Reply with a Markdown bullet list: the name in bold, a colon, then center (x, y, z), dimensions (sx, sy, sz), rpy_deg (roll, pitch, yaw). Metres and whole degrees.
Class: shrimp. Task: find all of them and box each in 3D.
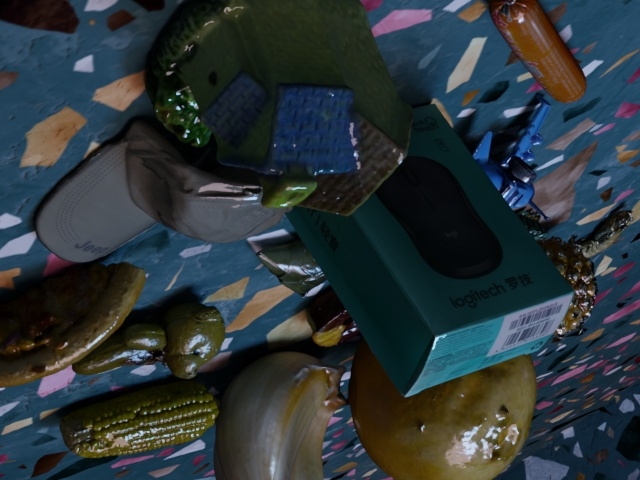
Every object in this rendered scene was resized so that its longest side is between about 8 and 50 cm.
- **shrimp**: center (0.471, -0.004, 2.327), dimensions (0.124, 0.034, 0.178), rpy_deg (-12, 160, -21)

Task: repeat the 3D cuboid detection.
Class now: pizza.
- **pizza**: center (-0.310, 0.095, 1.496), dimensions (0.246, 0.127, 0.058), rpy_deg (-19, 137, -2)

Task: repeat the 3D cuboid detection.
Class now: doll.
- **doll**: center (-0.221, 0.148, 1.746), dimensions (0.209, 0.097, 0.137), rpy_deg (-18, 164, -11)

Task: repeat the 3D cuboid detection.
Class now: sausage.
- **sausage**: center (0.251, -0.218, 1.515), dimensions (0.053, 0.053, 0.348), rpy_deg (-33, 159, 13)

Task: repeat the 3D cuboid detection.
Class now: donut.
- **donut**: center (0.042, 0.107, 2.015), dimensions (0.140, 0.059, 0.140), rpy_deg (-23, 159, -9)

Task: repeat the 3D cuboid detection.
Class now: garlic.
- **garlic**: center (-0.069, 0.329, 2.125), dimensions (0.249, 0.313, 0.286), rpy_deg (28, 161, -14)

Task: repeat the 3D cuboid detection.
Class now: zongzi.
- **zongzi**: center (0.000, 0.000, 1.730), dimensions (0.154, 0.062, 0.130), rpy_deg (-36, 147, 4)

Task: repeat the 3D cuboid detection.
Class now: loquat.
- **loquat**: center (0.195, 0.249, 2.160), dimensions (0.328, 0.328, 0.328), rpy_deg (-24, 159, -10)

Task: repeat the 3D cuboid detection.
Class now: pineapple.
- **pineapple**: center (0.348, 0.067, 2.155), dimensions (0.161, 0.176, 0.137), rpy_deg (-3, 169, 39)

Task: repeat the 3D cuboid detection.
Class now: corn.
- **corn**: center (-0.260, 0.265, 1.971), dimensions (0.261, 0.097, 0.097), rpy_deg (-8, 152, -37)

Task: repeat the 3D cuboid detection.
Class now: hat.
- **hat**: center (-0.154, -0.020, 1.386), dimensions (0.245, 0.149, 0.214), rpy_deg (-48, 153, 20)

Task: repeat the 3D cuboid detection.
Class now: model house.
- **model house**: center (-0.038, -0.109, 1.231), dimensions (0.214, 0.189, 0.195), rpy_deg (-3, 146, -50)

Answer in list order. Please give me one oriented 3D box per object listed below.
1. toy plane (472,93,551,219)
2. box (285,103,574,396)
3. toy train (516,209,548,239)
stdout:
- **toy plane**: center (0.234, -0.077, 1.769), dimensions (0.254, 0.105, 0.271), rpy_deg (-50, 149, 15)
- **box**: center (0.110, 0.001, 1.494), dimensions (0.205, 0.311, 0.118), rpy_deg (-13, 146, -31)
- **toy train**: center (0.314, -0.016, 2.091), dimensions (0.064, 0.044, 0.103), rpy_deg (-25, 162, 23)
